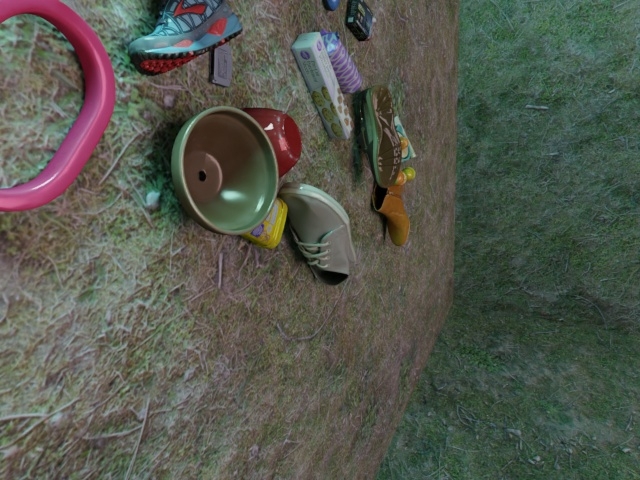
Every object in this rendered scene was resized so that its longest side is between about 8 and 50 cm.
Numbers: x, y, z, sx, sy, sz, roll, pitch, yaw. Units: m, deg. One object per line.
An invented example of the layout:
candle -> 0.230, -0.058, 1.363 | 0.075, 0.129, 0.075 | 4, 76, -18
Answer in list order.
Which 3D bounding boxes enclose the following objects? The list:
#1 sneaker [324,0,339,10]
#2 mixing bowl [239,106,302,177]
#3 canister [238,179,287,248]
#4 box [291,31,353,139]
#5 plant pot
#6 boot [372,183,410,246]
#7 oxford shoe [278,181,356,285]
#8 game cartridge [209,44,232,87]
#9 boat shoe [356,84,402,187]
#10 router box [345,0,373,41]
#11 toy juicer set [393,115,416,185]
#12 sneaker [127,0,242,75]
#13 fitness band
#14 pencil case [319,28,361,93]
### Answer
sneaker -> 0.046, -0.749, 1.226 | 0.069, 0.082, 0.209 | -34, 127, -57
mixing bowl -> -0.103, -0.222, 1.003 | 0.181, 0.098, 0.182 | -11, 90, -68
canister -> -0.155, -0.064, 1.020 | 0.170, 0.073, 0.126 | 33, 66, -58
box -> 0.014, -0.422, 1.261 | 0.063, 0.067, 0.324 | -67, 149, -27
plant pot -> -0.199, -0.129, 0.860 | 0.237, 0.109, 0.238 | -3, 94, -51
boot -> 0.276, -0.115, 1.809 | 0.211, 0.104, 0.295 | -9, 99, -56
oxford shoe -> 0.000, 0.000, 1.240 | 0.130, 0.169, 0.449 | -67, 154, -24
game cartridge -> -0.204, -0.361, 0.918 | 0.056, 0.017, 0.083 | -7, 103, -58
boat shoe -> 0.189, -0.353, 1.545 | 0.123, 0.123, 0.342 | -22, 108, -32
router box -> 0.125, -0.709, 1.427 | 0.122, 0.038, 0.092 | 10, 87, -62
toy juicer set -> 0.329, -0.348, 1.768 | 0.209, 0.089, 0.329 | 49, 46, -19
sneaker -> -0.250, -0.374, 0.771 | 0.125, 0.104, 0.262 | 61, 38, -24
fitness band -> -0.389, -0.178, 0.582 | 0.209, 0.054, 0.291 | 54, 51, -56
pencil case -> 0.050, -0.512, 1.294 | 0.206, 0.086, 0.088 | 37, 31, -60
